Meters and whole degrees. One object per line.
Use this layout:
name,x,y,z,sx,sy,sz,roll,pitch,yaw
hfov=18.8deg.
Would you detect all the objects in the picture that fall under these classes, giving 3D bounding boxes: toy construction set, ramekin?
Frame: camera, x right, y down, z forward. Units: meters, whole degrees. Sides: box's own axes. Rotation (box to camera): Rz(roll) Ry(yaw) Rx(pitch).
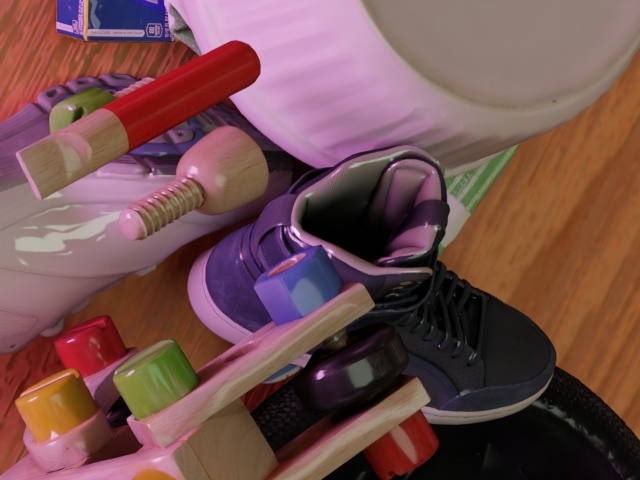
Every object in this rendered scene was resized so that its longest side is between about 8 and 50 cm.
toy construction set,-0.106,0.085,0.912,0.237,0.257,0.309,-32,125,-40
ramekin,0.066,-0.167,1.040,0.273,0.127,0.273,0,90,-29

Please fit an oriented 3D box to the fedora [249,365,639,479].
fedora,0.055,0.223,1.158,0.334,0.152,0.334,7,65,-15

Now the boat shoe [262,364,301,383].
boat shoe,0.000,0.000,1.162,0.066,0.066,0.183,41,73,-22

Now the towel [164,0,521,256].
towel,0.075,-0.178,1.137,0.248,0.038,0.325,44,71,-23

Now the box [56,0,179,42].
box,-0.110,-0.195,1.069,0.059,0.054,0.169,-2,101,-25

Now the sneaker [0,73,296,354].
sneaker,-0.154,-0.009,1.076,0.297,0.111,0.129,-12,127,-23

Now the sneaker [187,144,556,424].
sneaker,0.060,0.028,1.056,0.226,0.163,0.086,16,60,-21
